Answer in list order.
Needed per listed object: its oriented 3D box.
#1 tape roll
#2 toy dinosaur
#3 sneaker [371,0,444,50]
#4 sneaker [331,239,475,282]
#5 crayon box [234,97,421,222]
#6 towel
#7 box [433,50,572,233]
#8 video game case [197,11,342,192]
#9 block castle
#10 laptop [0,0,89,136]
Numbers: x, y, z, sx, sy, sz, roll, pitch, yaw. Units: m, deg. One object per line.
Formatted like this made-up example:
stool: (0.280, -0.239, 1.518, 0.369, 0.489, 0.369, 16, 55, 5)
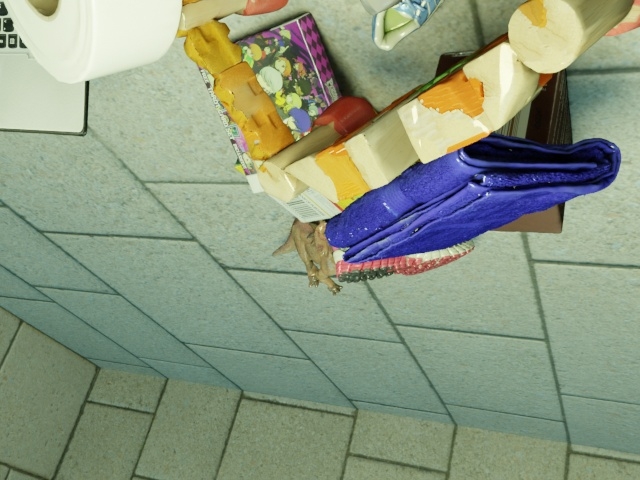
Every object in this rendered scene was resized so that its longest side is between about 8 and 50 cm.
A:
tape roll: (-0.260, -0.312, 0.727, 0.286, 0.100, 0.286, 33, 137, 38)
toy dinosaur: (0.000, 0.000, 1.432, 0.295, 0.127, 0.200, 17, 150, 45)
sneaker: (0.125, -0.298, 0.812, 0.080, 0.081, 0.211, 24, 151, -12)
sneaker: (0.158, 0.002, 1.284, 0.299, 0.112, 0.121, -4, 165, -32)
crayon box: (0.037, -0.129, 1.192, 0.318, 0.081, 0.202, -7, 146, 40)
towel: (0.166, -0.037, 0.829, 0.227, 0.076, 0.308, -1, 167, -27)
box: (0.248, -0.132, 0.966, 0.168, 0.167, 0.203, 3, 151, 25)
video game case: (-0.061, -0.193, 1.042, 0.210, 0.042, 0.232, -7, 114, 38)
block castle: (0.066, -0.238, 0.668, 0.453, 0.213, 0.303, -21, 104, 53)
laptop: (-0.521, -0.357, 0.908, 0.381, 0.408, 0.236, 6, -174, 20)
